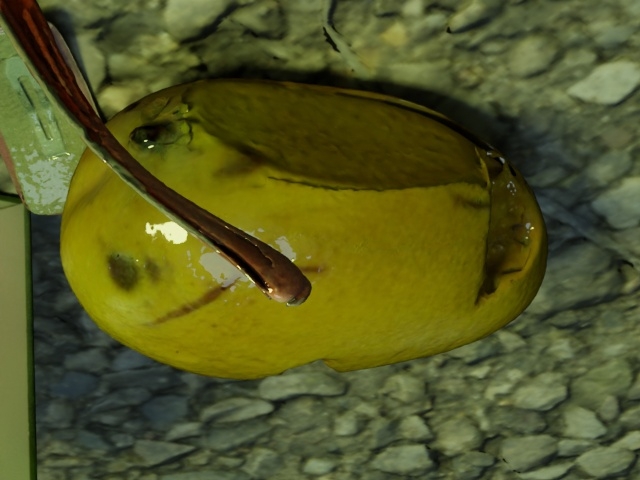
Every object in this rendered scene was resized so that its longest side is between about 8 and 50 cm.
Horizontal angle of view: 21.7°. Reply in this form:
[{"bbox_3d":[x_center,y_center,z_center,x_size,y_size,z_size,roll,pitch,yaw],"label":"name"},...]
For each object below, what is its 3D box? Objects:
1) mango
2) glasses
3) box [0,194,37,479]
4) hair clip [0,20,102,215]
[{"bbox_3d":[0.000,0.000,0.827,0.262,0.130,0.167,2,144,-22],"label":"mango"},{"bbox_3d":[-0.063,-0.135,0.531,0.118,0.268,0.234,-5,145,-37],"label":"glasses"},{"bbox_3d":[-0.246,0.079,0.821,0.177,0.195,0.148,11,138,-26],"label":"box"},{"bbox_3d":[-0.137,-0.061,0.803,0.054,0.022,0.137,-13,143,4],"label":"hair clip"}]
